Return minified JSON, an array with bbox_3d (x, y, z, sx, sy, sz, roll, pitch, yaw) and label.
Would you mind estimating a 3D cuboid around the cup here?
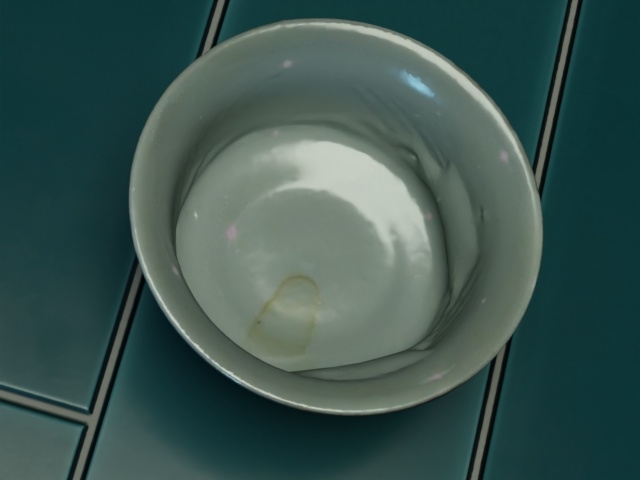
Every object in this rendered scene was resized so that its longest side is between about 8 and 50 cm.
[{"bbox_3d":[0.000,0.000,1.481,0.347,0.163,0.347,4,69,-12],"label":"cup"}]
